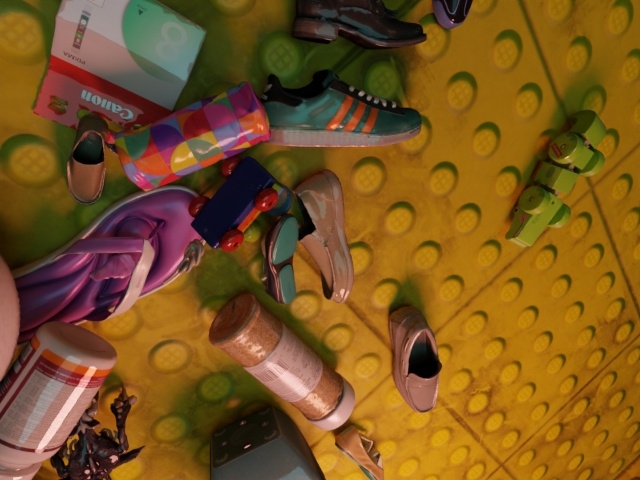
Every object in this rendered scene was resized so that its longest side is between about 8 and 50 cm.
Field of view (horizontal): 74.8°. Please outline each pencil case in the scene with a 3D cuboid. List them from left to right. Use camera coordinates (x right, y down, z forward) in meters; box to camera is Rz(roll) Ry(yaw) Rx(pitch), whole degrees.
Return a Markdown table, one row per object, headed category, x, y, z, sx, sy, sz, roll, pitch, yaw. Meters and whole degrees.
| category | x | y | z | sx | sy | sz | roll | pitch | yaw |
| --- | --- | --- | --- | --- | --- | --- | --- | --- | --- |
| pencil case | -0.196 | -0.161 | 0.642 | 0.237 | 0.104 | 0.104 | -21 | 117 | -2 |

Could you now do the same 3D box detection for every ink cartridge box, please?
| category | x | y | z | sx | sy | sz | roll | pitch | yaw |
| --- | --- | --- | --- | --- | --- | --- | --- | --- | --- |
| ink cartridge box | -0.298 | -0.253 | 0.622 | 0.181 | 0.056 | 0.224 | 21 | 99 | -27 |

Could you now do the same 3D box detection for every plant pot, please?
| category | x | y | z | sx | sy | sz | roll | pitch | yaw |
| --- | --- | --- | --- | --- | --- | --- | --- | --- | --- |
| plant pot | -0.119 | 0.516 | 0.891 | 0.248 | 0.247 | 0.252 | -22 | 100 | -12 |

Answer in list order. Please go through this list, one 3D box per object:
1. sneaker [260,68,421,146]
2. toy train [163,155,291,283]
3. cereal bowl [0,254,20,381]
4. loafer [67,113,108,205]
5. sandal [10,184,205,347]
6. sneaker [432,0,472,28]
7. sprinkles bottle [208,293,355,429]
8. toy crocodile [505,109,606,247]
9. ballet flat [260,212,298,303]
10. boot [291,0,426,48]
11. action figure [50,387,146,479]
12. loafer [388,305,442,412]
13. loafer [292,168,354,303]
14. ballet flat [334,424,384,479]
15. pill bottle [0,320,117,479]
| category | x | y | z | sx | sy | sz | roll | pitch | yaw |
| --- | --- | --- | --- | --- | --- | --- | --- | --- | --- |
| sneaker | 0.046 | -0.233 | 0.731 | 0.303 | 0.108 | 0.120 | -6 | 116 | -18 |
| toy train | -0.157 | -0.020 | 0.731 | 0.248 | 0.105 | 0.143 | -49 | 162 | 8 |
| cereal bowl | -0.561 | 0.105 | 0.571 | 0.340 | 0.141 | 0.338 | 0 | 92 | 7 |
| loafer | -0.361 | -0.118 | 0.644 | 0.056 | 0.050 | 0.147 | 7 | 115 | -23 |
| sandal | -0.362 | 0.062 | 0.689 | 0.417 | 0.102 | 0.169 | -33 | 119 | -7 |
| sneaker | 0.253 | -0.496 | 0.719 | 0.082 | 0.090 | 0.232 | -7 | 112 | -19 |
| sprinkles bottle | -0.068 | 0.260 | 0.871 | 0.121 | 0.121 | 0.355 | -42 | 119 | -2 |
| toy crocodile | 0.542 | -0.139 | 0.975 | 0.115 | 0.105 | 0.340 | 17 | 108 | -26 |
| ballet flat | -0.085 | 0.032 | 0.800 | 0.074 | 0.074 | 0.203 | -10 | 125 | -18 |
| boot | 0.068 | -0.437 | 0.671 | 0.263 | 0.091 | 0.228 | -2 | 111 | -19 |
| action figure | -0.416 | 0.322 | 0.753 | 0.164 | 0.141 | 0.275 | -13 | 99 | -19 |
| loafer | 0.236 | 0.308 | 1.014 | 0.112 | 0.111 | 0.319 | -23 | 117 | -11 |
| loafer | 0.000 | 0.000 | 0.815 | 0.092 | 0.102 | 0.268 | -13 | 105 | -15 |
| ballet flat | 0.122 | 0.564 | 1.093 | 0.073 | 0.080 | 0.232 | -45 | 121 | -17 |
| pill bottle | -0.414 | 0.242 | 0.616 | 0.121 | 0.121 | 0.221 | 36 | 81 | -29 |
